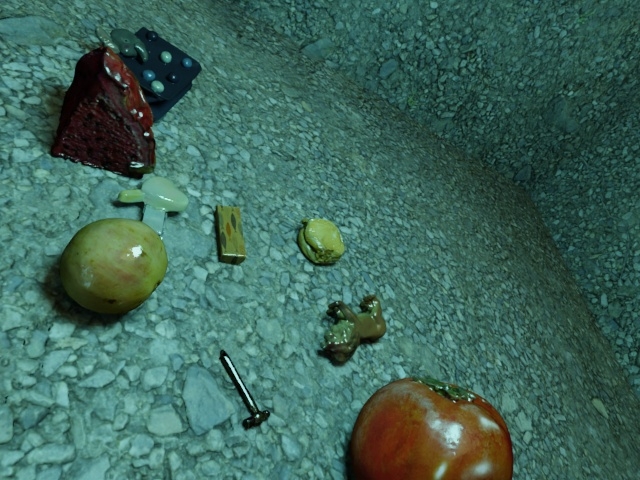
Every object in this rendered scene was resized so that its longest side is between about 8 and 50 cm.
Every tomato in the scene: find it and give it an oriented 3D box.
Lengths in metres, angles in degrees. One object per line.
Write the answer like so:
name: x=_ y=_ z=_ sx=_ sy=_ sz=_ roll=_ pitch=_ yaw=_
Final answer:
tomato: x=0.231 y=0.445 z=1.017 sx=0.293 sy=0.325 sz=0.289 roll=18 pitch=88 yaw=-38

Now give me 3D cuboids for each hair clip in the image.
hair clip: x=-0.402 y=-0.084 z=1.140 sx=0.159 sy=0.071 sz=0.218 roll=21 pitch=37 yaw=-26

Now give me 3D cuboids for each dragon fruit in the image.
dragon fruit: x=-0.493 y=-0.285 z=1.083 sx=0.302 sy=0.330 sz=0.240 roll=39 pitch=57 yaw=-12

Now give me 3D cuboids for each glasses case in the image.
glasses case: x=-0.239 y=-0.017 z=1.251 sx=0.065 sy=0.041 sz=0.169 roll=6 pitch=50 yaw=-27

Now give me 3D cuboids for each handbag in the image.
handbag: x=-0.524 y=-0.521 z=1.413 sx=0.269 sy=0.118 sz=0.325 roll=33 pitch=35 yaw=-15

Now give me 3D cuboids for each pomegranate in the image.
pomegranate: x=-0.395 y=0.045 z=0.913 sx=0.191 sy=0.191 sz=0.191 roll=27 pitch=39 yaw=-24

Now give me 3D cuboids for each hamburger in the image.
hamburger: x=0.000 y=0.000 z=1.438 sx=0.138 sy=0.083 sz=0.147 roll=9 pitch=50 yaw=-45

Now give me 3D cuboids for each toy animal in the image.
toy animal: x=0.100 y=0.237 z=1.307 sx=0.313 sy=0.097 sz=0.157 roll=-1 pitch=67 yaw=-48

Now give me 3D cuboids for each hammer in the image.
hammer: x=-0.171 y=0.308 z=1.009 sx=0.065 sy=0.021 sz=0.178 roll=-13 pitch=64 yaw=-49
